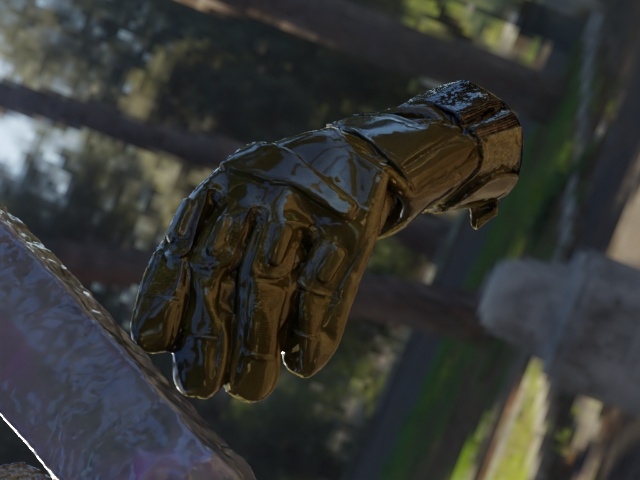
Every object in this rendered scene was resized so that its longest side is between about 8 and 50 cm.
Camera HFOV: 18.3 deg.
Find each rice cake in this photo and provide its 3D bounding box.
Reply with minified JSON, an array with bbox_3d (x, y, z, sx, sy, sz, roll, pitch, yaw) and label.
[{"bbox_3d":[-0.162,0.024,0.954,0.070,0.399,0.064,-47,-35,-2],"label":"rice cake"}]

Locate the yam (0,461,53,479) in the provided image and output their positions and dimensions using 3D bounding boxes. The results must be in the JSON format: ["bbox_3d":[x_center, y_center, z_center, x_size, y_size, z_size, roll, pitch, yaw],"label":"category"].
[{"bbox_3d":[-0.188,0.205,1.220,0.127,0.084,0.084,92,-166,-49],"label":"yam"}]

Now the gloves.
[{"bbox_3d":[0.000,-0.014,1.433,0.331,0.154,0.141,-31,-46,-28],"label":"gloves"}]
